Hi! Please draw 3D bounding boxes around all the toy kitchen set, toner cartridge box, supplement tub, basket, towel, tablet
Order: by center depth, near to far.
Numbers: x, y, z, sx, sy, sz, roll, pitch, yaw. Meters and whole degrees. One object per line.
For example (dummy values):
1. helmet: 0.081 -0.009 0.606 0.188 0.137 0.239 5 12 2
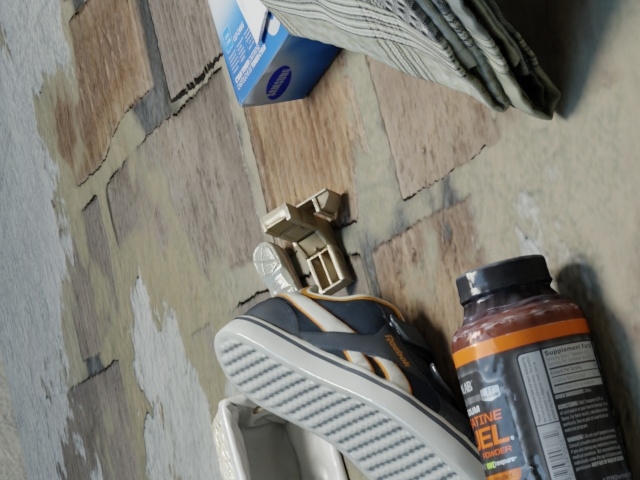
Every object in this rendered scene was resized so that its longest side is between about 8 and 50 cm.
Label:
1. towel: -0.003 -0.214 1.259 0.324 0.056 0.312 26 163 45
2. supplement tub: 0.159 0.113 1.266 0.106 0.106 0.197 140 118 -65
3. toner cartridge box: -0.018 -0.266 1.563 0.348 0.075 0.165 131 126 -63
4. tablet: -0.068 -0.229 1.592 0.054 0.006 0.083 108 143 -51
5. toy kitchen set: 0.000 0.000 1.662 0.068 0.083 0.075 -33 63 22
6. basket: -0.044 0.247 1.819 0.103 0.113 0.167 128 129 -65

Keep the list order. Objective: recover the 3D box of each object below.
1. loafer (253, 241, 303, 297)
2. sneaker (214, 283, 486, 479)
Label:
1. loafer: -0.031 0.058 1.809 0.045 0.039 0.125 -34 67 31
2. sneaker: 0.061 0.135 1.518 0.321 0.127 0.126 33 141 28
